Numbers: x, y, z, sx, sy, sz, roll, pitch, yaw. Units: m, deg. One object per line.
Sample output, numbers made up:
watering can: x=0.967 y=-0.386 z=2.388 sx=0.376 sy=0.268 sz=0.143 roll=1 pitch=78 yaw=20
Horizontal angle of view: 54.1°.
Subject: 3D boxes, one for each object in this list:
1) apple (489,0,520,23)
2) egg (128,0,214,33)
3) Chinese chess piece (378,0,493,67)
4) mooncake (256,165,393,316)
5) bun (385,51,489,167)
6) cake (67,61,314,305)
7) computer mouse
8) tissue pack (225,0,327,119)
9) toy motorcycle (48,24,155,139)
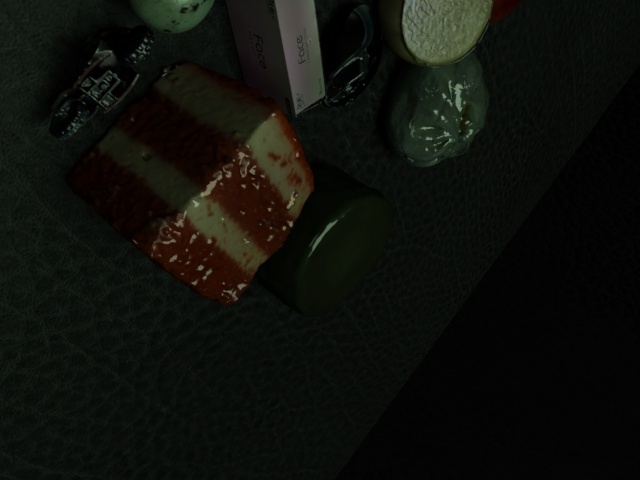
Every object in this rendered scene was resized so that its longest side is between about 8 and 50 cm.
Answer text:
apple: x=0.434 y=-0.667 z=1.549 sx=0.251 sy=0.163 sz=0.293 roll=-7 pitch=121 yaw=-53
egg: x=-0.217 y=-0.391 z=0.937 sx=0.164 sy=0.131 sz=0.131 roll=-65 pitch=150 yaw=-13
Chinese chess piece: x=0.261 y=-0.529 z=1.415 sx=0.270 sy=0.112 sz=0.270 roll=-16 pitch=126 yaw=-23
mooncake: x=0.000 y=0.000 z=1.520 sx=0.356 sy=0.194 sz=0.356 roll=-35 pitch=146 yaw=-28
bun: x=0.327 y=-0.345 z=1.656 sx=0.354 sy=0.194 sz=0.354 roll=-33 pitch=141 yaw=-31
cake: x=-0.198 y=-0.098 z=1.083 sx=0.319 sy=0.269 sz=0.270 roll=-50 pitch=147 yaw=-9
computer mouse: x=0.071 y=-0.388 z=1.338 sx=0.233 sy=0.096 sz=0.137 roll=-65 pitch=153 yaw=-5
tissue pack: x=-0.082 y=-0.362 z=1.131 sx=0.092 sy=0.148 sz=0.246 roll=-39 pitch=142 yaw=-25
toy motorcycle: x=-0.334 y=-0.245 z=0.938 sx=0.213 sy=0.122 sz=0.082 roll=-45 pitch=125 yaw=5
